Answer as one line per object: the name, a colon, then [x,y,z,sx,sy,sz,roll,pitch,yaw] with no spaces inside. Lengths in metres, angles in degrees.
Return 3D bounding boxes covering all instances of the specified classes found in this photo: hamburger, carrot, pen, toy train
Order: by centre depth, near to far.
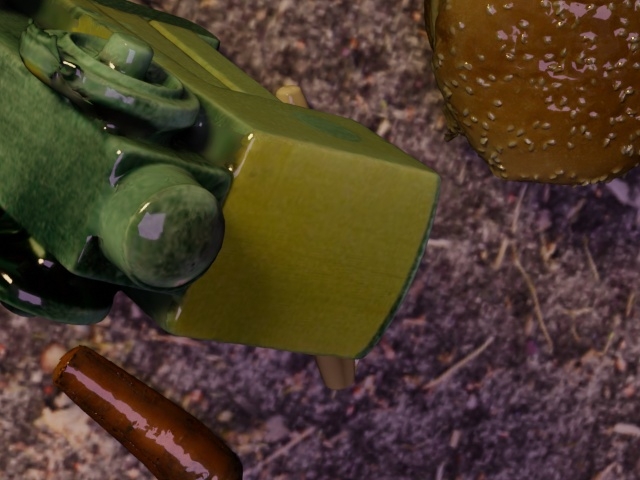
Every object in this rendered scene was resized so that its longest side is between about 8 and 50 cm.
toy train: [-0.123,-0.064,1.016,0.253,0.397,0.160,11,107,-38]
hamburger: [0.165,-0.146,1.162,0.189,0.122,0.215,-3,121,-7]
pen: [0.000,0.000,1.242,0.040,0.032,0.233,-22,116,-30]
carrot: [-0.123,0.134,1.256,0.161,0.055,0.055,43,97,-16]
